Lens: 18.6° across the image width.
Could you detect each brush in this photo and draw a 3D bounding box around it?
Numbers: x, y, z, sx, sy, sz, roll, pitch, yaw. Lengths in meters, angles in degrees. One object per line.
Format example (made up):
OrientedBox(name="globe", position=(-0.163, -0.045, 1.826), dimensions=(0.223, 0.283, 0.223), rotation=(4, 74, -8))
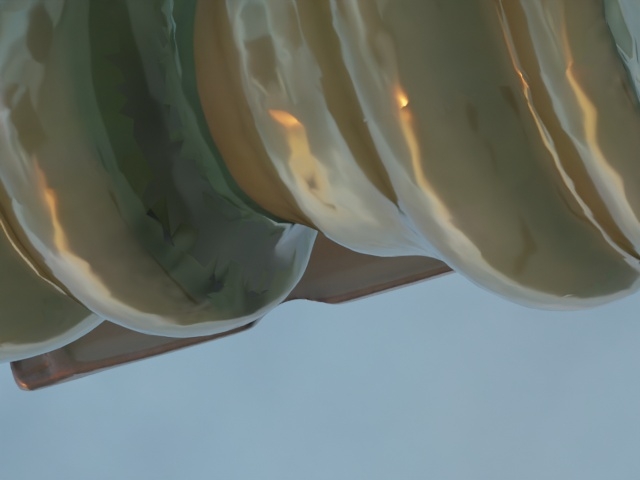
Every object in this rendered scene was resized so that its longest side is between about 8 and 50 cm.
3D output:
OrientedBox(name="brush", position=(0.000, 0.000, 0.867), dimensions=(0.050, 0.321, 0.060), rotation=(-14, -92, -70))

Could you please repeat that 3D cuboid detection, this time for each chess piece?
OrientedBox(name="chess piece", position=(-0.024, -0.034, 0.470), dimensions=(0.144, 0.251, 0.144), rotation=(33, -130, -51))
